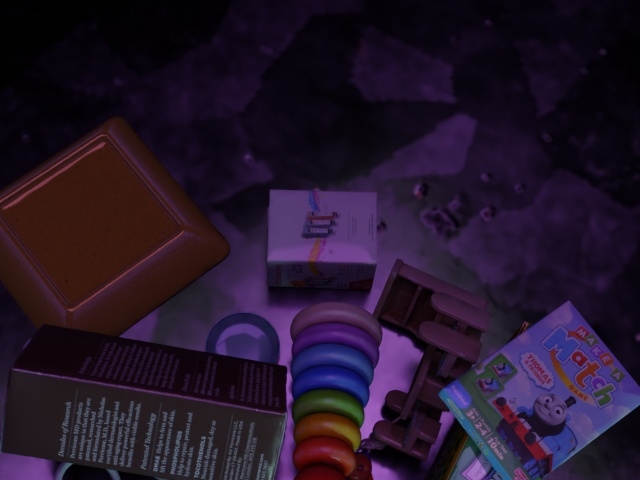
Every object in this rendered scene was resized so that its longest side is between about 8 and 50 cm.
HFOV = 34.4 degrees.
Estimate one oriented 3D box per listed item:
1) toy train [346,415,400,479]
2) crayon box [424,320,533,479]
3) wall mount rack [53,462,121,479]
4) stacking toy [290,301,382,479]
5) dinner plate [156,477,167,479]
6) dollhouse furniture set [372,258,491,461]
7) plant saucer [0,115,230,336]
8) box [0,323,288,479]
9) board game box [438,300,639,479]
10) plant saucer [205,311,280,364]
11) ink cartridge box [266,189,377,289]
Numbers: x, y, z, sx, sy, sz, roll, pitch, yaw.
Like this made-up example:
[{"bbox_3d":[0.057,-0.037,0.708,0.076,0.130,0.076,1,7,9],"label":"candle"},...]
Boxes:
[{"bbox_3d":[0.070,0.382,1.542,0.248,0.105,0.143,-30,88,-24],"label":"toy train"},{"bbox_3d":[0.216,0.327,1.444,0.106,0.313,0.363,27,69,8],"label":"crayon box"},{"bbox_3d":[-0.248,0.456,1.480,0.304,0.130,0.350,2,65,-38],"label":"wall mount rack"},{"bbox_3d":[0.015,0.254,1.473,0.141,0.141,0.330,5,50,-1],"label":"stacking toy"},{"bbox_3d":[-0.198,0.323,1.531,0.141,0.141,0.017,14,105,3],"label":"dinner plate"},{"bbox_3d":[0.144,0.159,1.560,0.161,0.212,0.242,24,35,5],"label":"dollhouse furniture set"},{"bbox_3d":[-0.373,-0.021,1.684,0.333,0.081,0.332,-37,75,-16],"label":"plant saucer"},{"bbox_3d":[-0.244,0.240,1.486,0.381,0.191,0.143,12,103,-4],"label":"box"},{"bbox_3d":[0.282,0.197,1.310,0.211,0.039,0.160,-32,74,-17],"label":"board game box"},{"bbox_3d":[-0.124,0.173,1.648,0.119,0.021,0.119,1,67,-2],"label":"plant saucer"},{"bbox_3d":[0.000,0.000,1.666,0.176,0.128,0.127,2,68,-1],"label":"ink cartridge box"}]
